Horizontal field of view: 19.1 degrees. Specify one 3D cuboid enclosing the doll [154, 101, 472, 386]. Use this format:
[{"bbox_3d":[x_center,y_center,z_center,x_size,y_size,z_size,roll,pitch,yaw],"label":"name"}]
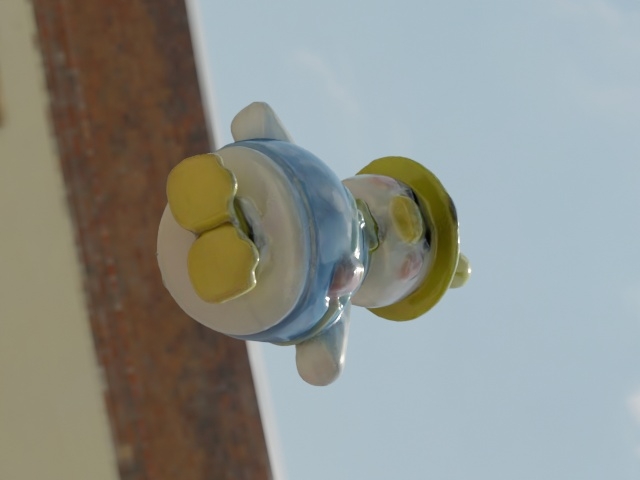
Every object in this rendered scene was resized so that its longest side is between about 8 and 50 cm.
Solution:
[{"bbox_3d":[0.001,-0.001,1.011,0.135,0.241,0.098,45,-63,28],"label":"doll"}]
